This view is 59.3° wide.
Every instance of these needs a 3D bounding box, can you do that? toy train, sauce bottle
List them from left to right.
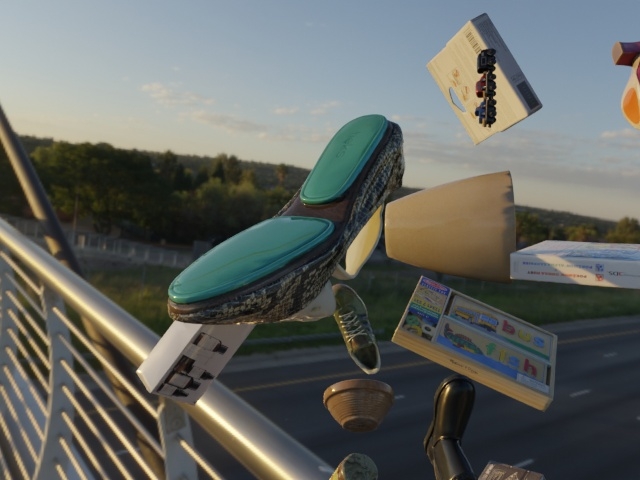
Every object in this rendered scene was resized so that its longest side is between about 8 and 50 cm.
[{"bbox_3d":[0.059,0.731,1.597,0.112,0.344,0.111,12,40,-10],"label":"sauce bottle"},{"bbox_3d":[0.284,-0.263,0.966,0.036,0.158,0.027,0,-22,15],"label":"toy train"}]

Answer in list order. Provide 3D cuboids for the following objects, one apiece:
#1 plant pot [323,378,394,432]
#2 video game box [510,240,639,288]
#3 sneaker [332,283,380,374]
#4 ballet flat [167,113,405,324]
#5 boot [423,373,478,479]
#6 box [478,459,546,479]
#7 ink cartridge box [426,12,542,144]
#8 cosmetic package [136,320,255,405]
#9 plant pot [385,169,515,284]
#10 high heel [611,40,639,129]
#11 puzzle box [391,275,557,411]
[{"bbox_3d":[0.128,0.555,1.843,0.238,0.237,0.109,7,49,-8],"label":"plant pot"},{"bbox_3d":[0.424,0.033,0.889,0.187,0.048,0.205,0,6,37],"label":"video game box"},{"bbox_3d":[0.075,0.182,1.114,0.064,0.192,0.086,-23,20,4],"label":"sneaker"},{"bbox_3d":[0.000,0.000,0.802,0.164,0.182,0.483,4,39,38],"label":"ballet flat"},{"bbox_3d":[0.311,0.456,1.260,0.094,0.246,0.207,11,20,-8],"label":"boot"},{"bbox_3d":[0.517,0.751,1.606,0.231,0.056,0.183,-40,20,-34],"label":"box"},{"bbox_3d":[0.420,-0.409,1.471,0.060,0.275,0.239,-32,1,-17],"label":"ink cartridge box"},{"bbox_3d":[-0.167,0.137,0.873,0.060,0.239,0.099,36,-2,40],"label":"cosmetic package"},{"bbox_3d":[0.292,-0.027,1.290,0.274,0.256,0.256,-1,3,14],"label":"plant pot"},{"bbox_3d":[0.718,-0.339,1.223,0.117,0.244,0.082,3,-32,0],"label":"high heel"},{"bbox_3d":[0.419,0.259,1.494,0.409,0.052,0.272,23,34,11],"label":"puzzle box"}]
